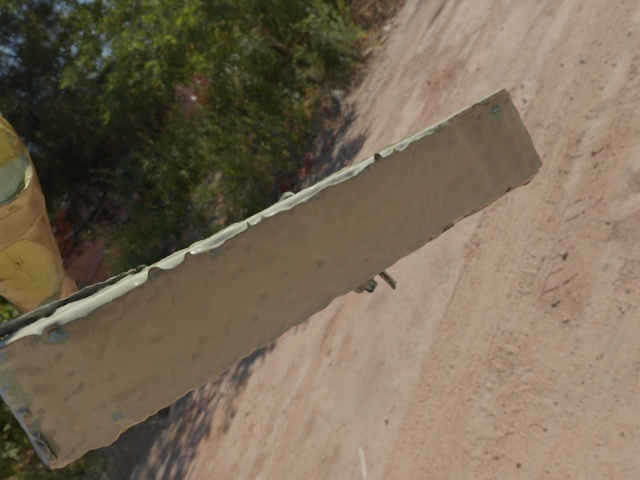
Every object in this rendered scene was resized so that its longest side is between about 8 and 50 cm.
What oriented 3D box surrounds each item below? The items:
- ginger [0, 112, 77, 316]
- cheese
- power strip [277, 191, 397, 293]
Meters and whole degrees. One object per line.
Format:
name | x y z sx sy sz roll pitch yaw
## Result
ginger | -0.262 0.006 0.495 0.086 0.131 0.294 -43 -30 -31
cheese | 0.002 0.001 0.379 0.400 0.085 0.034 -28 9 -24
power strip | 0.028 0.019 1.121 0.093 0.288 0.053 -55 14 1
